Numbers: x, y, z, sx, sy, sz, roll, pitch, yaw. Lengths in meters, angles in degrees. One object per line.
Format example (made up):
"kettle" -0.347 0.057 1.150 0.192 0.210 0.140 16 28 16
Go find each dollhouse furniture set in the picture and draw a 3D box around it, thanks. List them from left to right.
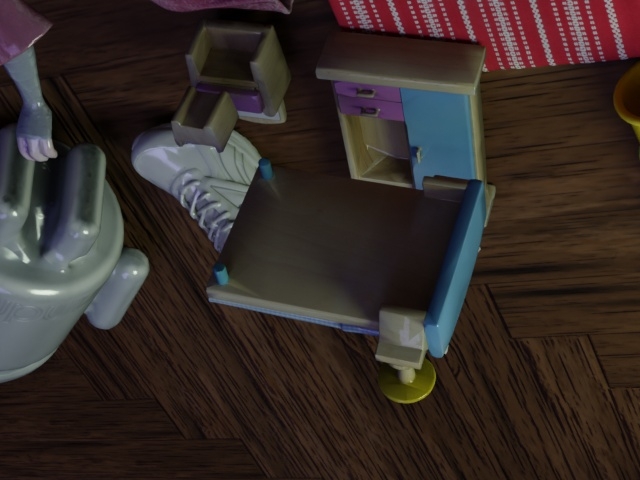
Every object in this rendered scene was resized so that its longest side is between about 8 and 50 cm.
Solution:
"dollhouse furniture set" 0.000 0.000 1.135 0.286 0.303 0.198 8 145 16

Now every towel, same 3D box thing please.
"towel" 0.128 -0.216 1.073 0.274 0.031 0.199 -1 137 27

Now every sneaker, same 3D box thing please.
"sneaker" -0.084 -0.031 1.302 0.232 0.115 0.090 25 140 -4

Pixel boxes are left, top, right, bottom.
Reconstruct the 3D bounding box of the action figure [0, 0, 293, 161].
"action figure" -0.192 -0.235 0.987 0.370 0.248 0.276 -13 153 8

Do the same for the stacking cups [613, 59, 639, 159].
"stacking cups" 0.344 -0.016 1.144 0.096 0.096 0.316 -8 131 31

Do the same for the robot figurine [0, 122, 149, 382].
"robot figurine" -0.334 0.023 1.407 0.300 0.200 0.353 17 143 -20
